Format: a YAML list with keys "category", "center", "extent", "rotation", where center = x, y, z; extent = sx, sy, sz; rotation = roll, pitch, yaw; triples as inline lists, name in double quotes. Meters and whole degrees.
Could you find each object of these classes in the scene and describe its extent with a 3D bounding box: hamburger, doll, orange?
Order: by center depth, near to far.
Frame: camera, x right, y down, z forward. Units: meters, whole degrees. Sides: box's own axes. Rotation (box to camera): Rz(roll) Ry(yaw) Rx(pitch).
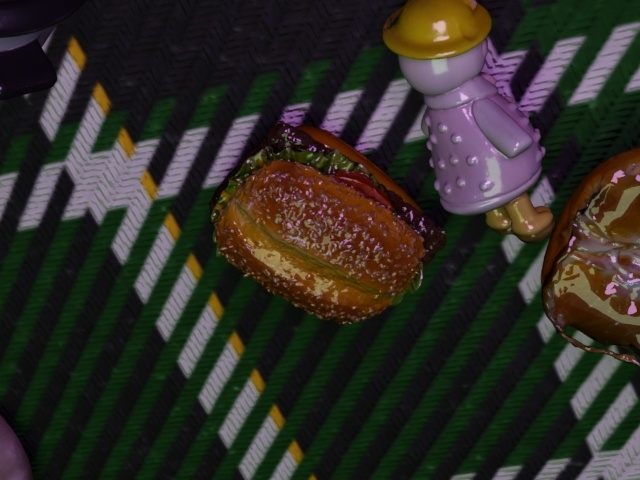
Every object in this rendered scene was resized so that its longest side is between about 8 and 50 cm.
- category: "doll"
  center: [0.100, -0.091, 1.347]
  extent: [0.081, 0.129, 0.207]
  rotation: [-31, 114, -18]
- category: "orange"
  center: [0.230, 0.003, 1.381]
  extent: [0.170, 0.112, 0.160]
  rotation: [-17, 114, -2]
- category: "hamburger"
  center: [0.000, 0.000, 1.446]
  extent: [0.166, 0.087, 0.137]
  rotation: [33, 129, -14]

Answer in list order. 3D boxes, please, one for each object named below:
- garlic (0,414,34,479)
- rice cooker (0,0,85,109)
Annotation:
- category: "garlic"
  center: [-0.354, 0.173, 1.676]
  extent: [0.143, 0.112, 0.318]
  rotation: [-28, 107, 34]
- category: "rice cooker"
  center: [-0.275, -0.187, 1.262]
  extent: [0.280, 0.241, 0.227]
  rotation: [56, 133, 15]
